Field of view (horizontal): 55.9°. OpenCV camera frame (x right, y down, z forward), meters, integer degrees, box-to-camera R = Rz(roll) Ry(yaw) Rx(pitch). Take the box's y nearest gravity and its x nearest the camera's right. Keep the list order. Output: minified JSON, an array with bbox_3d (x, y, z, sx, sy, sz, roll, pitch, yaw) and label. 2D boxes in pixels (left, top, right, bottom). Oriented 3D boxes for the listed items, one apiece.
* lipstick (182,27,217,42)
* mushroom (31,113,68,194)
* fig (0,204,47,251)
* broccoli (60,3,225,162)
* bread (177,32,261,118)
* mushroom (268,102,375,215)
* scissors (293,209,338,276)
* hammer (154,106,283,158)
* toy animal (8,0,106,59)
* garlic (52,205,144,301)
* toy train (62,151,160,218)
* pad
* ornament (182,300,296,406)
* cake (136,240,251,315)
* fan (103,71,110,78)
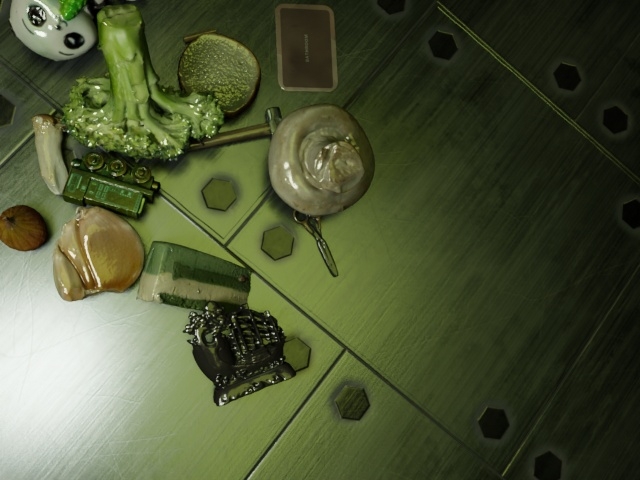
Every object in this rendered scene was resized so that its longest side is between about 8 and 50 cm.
[{"bbox_3d":[-0.335,-0.570,1.675,0.094,0.019,0.019,-20,87,-13],"label":"lipstick"},{"bbox_3d":[-0.682,-0.218,1.539,0.071,0.084,0.209,-8,90,32],"label":"mushroom"},{"bbox_3d":[-0.733,-0.047,1.472,0.119,0.153,0.119,7,51,-9],"label":"fig"},{"bbox_3d":[-0.479,-0.361,1.447,0.353,0.397,0.274,-35,62,9],"label":"broccoli"},{"bbox_3d":[-0.274,-0.447,1.646,0.236,0.070,0.236,1,82,-10],"label":"bread"},{"bbox_3d":[0.018,-0.211,1.554,0.298,0.290,0.297,-1,92,-21],"label":"mushroom"},{"bbox_3d":[0.000,0.000,1.668,0.088,0.017,0.220,-23,88,-15],"label":"scissors"},{"bbox_3d":[-0.273,-0.274,1.642,0.366,0.043,0.111,-14,87,-10],"label":"hammer"},{"bbox_3d":[-0.650,-0.593,1.520,0.213,0.212,0.266,18,76,-8],"label":"toy animal"},{"bbox_3d":[-0.556,0.029,1.512,0.217,0.110,0.227,-6,91,-23],"label":"garlic"},{"bbox_3d":[-0.530,-0.136,1.537,0.226,0.090,0.137,16,72,-9],"label":"toy train"},{"bbox_3d":[-0.040,-0.557,1.740,0.176,0.002,0.266,-2,83,-11],"label":"pad"},{"bbox_3d":[-0.206,0.263,1.530,0.251,0.106,0.260,-17,93,-18],"label":"ornament"},{"bbox_3d":[-0.309,0.105,1.517,0.284,0.172,0.157,15,82,-11],"label":"cake"},{"bbox_3d":[-0.550,-0.418,1.620,0.060,0.003,0.080,-15,85,-12],"label":"fan"}]
